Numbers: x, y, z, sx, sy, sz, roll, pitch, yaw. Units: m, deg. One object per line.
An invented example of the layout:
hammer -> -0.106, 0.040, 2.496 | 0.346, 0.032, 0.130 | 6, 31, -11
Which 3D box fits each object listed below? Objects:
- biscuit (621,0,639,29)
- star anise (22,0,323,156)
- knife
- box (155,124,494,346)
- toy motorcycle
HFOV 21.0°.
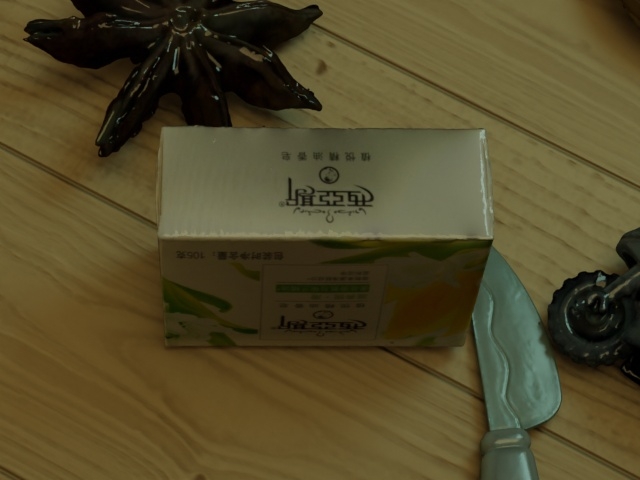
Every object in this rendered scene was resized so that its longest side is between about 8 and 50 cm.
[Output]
biscuit -> 0.386, -0.265, 1.621 | 0.259, 0.079, 0.259 | 2, 63, -4
star anise -> -0.128, -0.180, 1.527 | 0.288, 0.088, 0.288 | 9, 59, -14
knife -> 0.162, 0.137, 1.438 | 0.080, 0.044, 0.331 | 0, 62, -1
box -> 0.000, 0.000, 1.392 | 0.260, 0.194, 0.111 | -2, 62, -3
toy motorcycle -> 0.330, 0.071, 1.438 | 0.270, 0.106, 0.159 | 22, 68, 21
